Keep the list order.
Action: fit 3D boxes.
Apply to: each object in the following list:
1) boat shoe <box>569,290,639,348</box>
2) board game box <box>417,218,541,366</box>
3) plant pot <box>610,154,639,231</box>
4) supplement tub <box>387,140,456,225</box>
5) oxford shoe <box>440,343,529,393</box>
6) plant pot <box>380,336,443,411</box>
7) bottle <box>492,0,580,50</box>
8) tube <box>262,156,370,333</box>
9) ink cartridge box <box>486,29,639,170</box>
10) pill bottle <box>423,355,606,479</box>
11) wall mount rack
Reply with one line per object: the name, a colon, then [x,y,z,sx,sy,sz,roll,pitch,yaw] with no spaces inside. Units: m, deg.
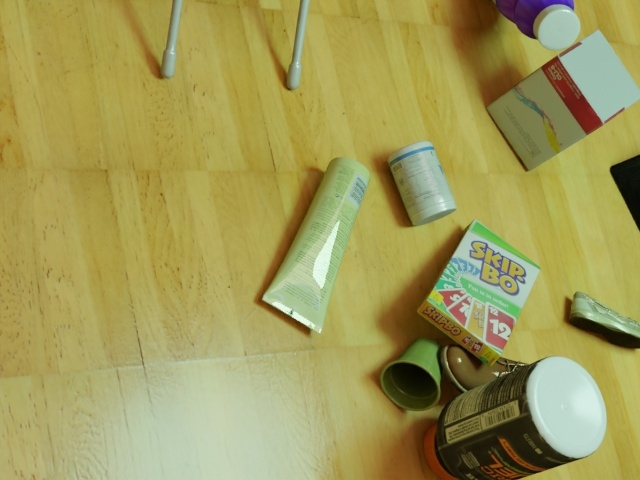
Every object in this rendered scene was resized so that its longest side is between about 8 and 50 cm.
boat shoe: [0.448,0.124,1.950,0.153,0.056,0.048,21,64,-18]
board game box: [0.229,0.063,1.779,0.124,0.039,0.259,37,34,1]
plant pot: [0.628,-0.091,2.098,0.187,0.167,0.188,-21,82,-40]
supplement tub: [0.144,-0.082,1.813,0.071,0.071,0.107,-14,80,-38]
oxford shoe: [0.244,0.180,1.737,0.212,0.076,0.076,24,51,-41]
plant pot: [0.131,0.171,1.697,0.083,0.083,0.079,47,38,-9]
bottle: [0.326,-0.384,1.977,0.118,0.092,0.283,12,30,-19]
tube: [0.000,0.000,1.689,0.070,0.062,0.240,11,60,18]
ink cartridge box: [0.375,-0.214,1.966,0.128,0.176,0.127,-34,89,-40]
pill bottle: [0.236,0.242,1.623,0.130,0.245,0.131,15,61,-28]
wall mount rack: [-0.122,-0.373,1.723,0.350,0.130,0.304,0,67,-35]
